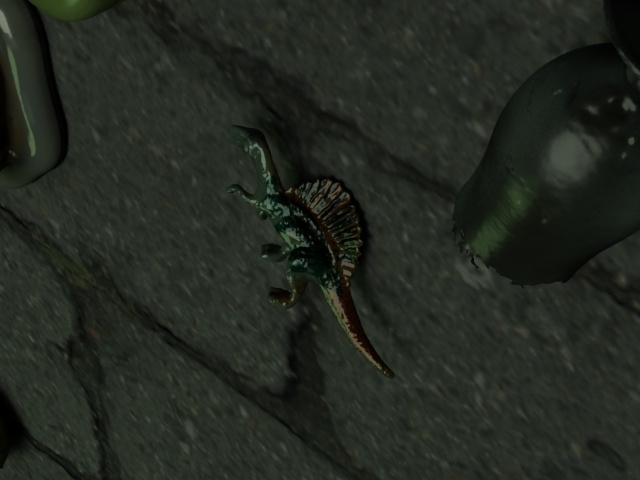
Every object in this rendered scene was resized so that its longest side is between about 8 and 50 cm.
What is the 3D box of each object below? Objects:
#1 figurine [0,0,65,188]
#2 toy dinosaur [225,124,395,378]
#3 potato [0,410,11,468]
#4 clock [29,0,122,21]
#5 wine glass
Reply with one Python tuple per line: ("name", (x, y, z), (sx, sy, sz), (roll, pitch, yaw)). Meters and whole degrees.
("figurine", (-0.316, -0.109, 1.524), (0.166, 0.141, 0.250), (39, 146, 30))
("toy dinosaur", (-0.002, 0.002, 1.278), (0.187, 0.044, 0.106), (44, 132, 23))
("potato", (-0.405, 0.207, 2.003), (0.225, 0.090, 0.117), (-4, 115, 55))
("clock", (-0.160, -0.319, 1.124), (0.286, 0.117, 0.348), (54, 149, 6))
("wine glass", (0.146, -0.053, 0.950), (0.103, 0.103, 0.222), (51, 150, 10))
